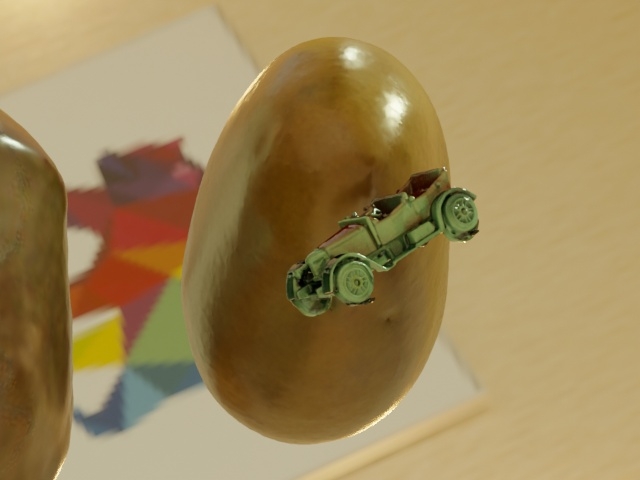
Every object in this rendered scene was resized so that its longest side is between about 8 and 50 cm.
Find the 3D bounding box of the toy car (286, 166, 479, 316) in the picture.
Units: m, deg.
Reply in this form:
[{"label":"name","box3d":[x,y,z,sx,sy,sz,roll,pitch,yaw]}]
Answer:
[{"label":"toy car","box3d":[0.041,0.001,1.364,0.073,0.143,0.054,-10,-73,57]}]

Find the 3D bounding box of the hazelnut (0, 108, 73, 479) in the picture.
[{"label":"hazelnut","box3d":[-0.335,0.053,1.392,0.366,0.366,0.365,156,-90,-80]}]

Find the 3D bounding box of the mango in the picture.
[{"label":"mango","box3d":[0.000,0.000,1.664,0.445,0.232,0.300,98,2,-65]}]
